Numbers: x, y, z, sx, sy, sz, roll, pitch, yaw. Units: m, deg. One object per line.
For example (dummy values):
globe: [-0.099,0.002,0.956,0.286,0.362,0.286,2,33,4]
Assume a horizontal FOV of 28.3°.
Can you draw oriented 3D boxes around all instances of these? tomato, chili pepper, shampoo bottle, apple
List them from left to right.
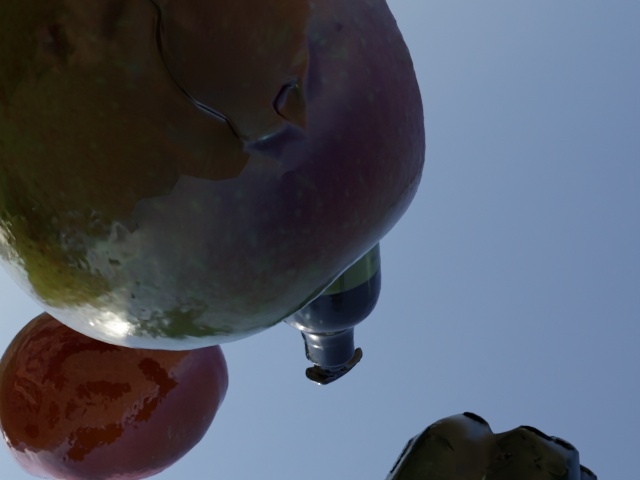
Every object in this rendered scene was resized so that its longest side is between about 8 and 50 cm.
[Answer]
tomato: [-0.231,0.149,1.357,0.259,0.180,0.260,-11,-167,3]
apple: [-0.066,-0.057,0.541,0.207,0.188,0.174,-18,-163,29]
shampoo bottle: [0.000,0.000,1.063,0.101,0.284,0.101,-4,-150,2]
chili pepper: [0.101,0.247,0.852,0.165,0.174,0.261,8,-133,20]
